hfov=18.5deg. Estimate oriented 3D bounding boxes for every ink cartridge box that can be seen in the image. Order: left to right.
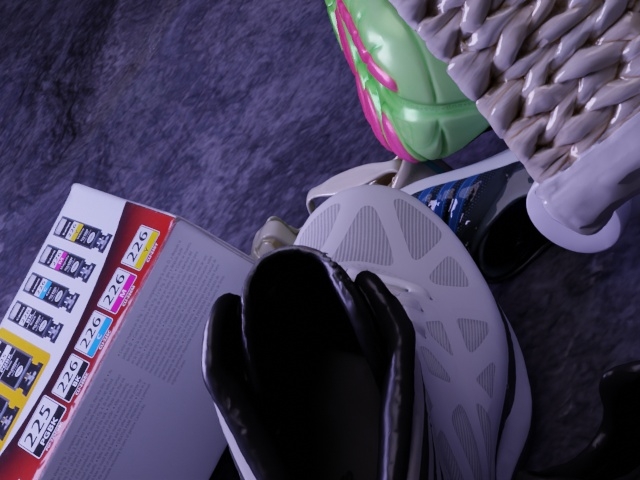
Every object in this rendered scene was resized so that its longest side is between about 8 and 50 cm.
[{"bbox_3d":[-0.187,0.126,1.494,0.272,0.130,0.309,16,77,61],"label":"ink cartridge box"}]

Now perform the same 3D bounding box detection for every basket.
[{"bbox_3d":[0.217,-0.234,1.098,0.328,0.266,0.331,-42,-2,32],"label":"basket"}]

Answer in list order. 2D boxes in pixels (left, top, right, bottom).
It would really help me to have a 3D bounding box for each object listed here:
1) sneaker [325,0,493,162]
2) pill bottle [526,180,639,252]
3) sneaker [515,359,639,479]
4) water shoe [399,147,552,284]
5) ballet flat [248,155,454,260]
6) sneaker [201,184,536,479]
[{"bbox_3d":[0.099,-0.231,1.547,0.202,0.185,0.483,-14,42,-2],"label":"sneaker"},{"bbox_3d":[0.196,-0.069,1.305,0.087,0.087,0.160,-16,32,45],"label":"pill bottle"},{"bbox_3d":[0.129,0.188,1.017,0.109,0.130,0.286,-1,52,53],"label":"sneaker"},{"bbox_3d":[0.102,-0.005,1.388,0.203,0.073,0.080,-29,35,30],"label":"water shoe"},{"bbox_3d":[0.000,0.000,1.516,0.248,0.086,0.086,-32,30,26],"label":"ballet flat"},{"bbox_3d":[0.034,0.058,1.151,0.169,0.257,0.447,-9,40,5],"label":"sneaker"}]
